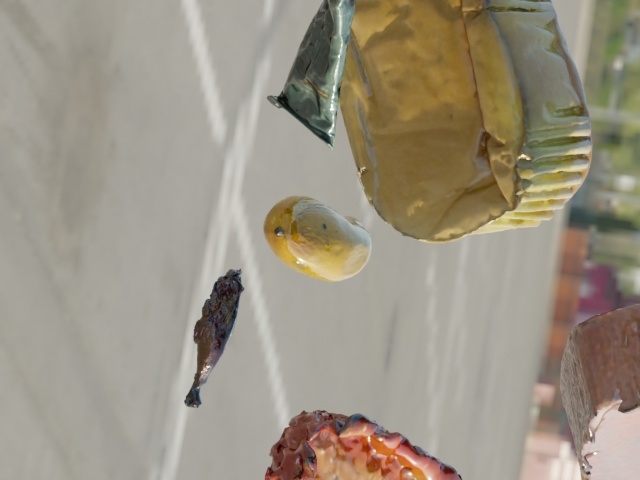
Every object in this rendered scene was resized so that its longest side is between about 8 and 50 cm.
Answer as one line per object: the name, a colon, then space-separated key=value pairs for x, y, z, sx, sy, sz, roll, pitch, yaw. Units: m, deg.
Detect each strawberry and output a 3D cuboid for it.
strawberry: x=0.018 y=0.158 z=1.156 sx=0.121 sy=0.082 sz=0.188 roll=-53 pitch=135 yaw=-21

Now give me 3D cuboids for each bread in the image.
bread: x=0.136 y=-0.143 z=1.797 sx=0.156 sy=0.204 sz=0.288 roll=-9 pitch=77 yaw=-57

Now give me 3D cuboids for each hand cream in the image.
hand cream: x=0.003 y=-0.193 z=1.539 sx=0.075 sy=0.052 sz=0.248 roll=-113 pitch=-150 yaw=-47

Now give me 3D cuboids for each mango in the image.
mango: x=0.000 y=0.000 z=2.151 sx=0.190 sy=0.075 sz=0.098 roll=15 pitch=51 yaw=-59

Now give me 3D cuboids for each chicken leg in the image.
chicken leg: x=-0.107 y=0.093 z=1.880 sx=0.062 sy=0.037 sz=0.145 roll=108 pitch=-1 yaw=-64

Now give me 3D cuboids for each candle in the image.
candle: x=0.308 y=0.115 z=1.568 sx=0.317 sy=0.287 sz=0.131 roll=-37 pitch=-125 yaw=41
